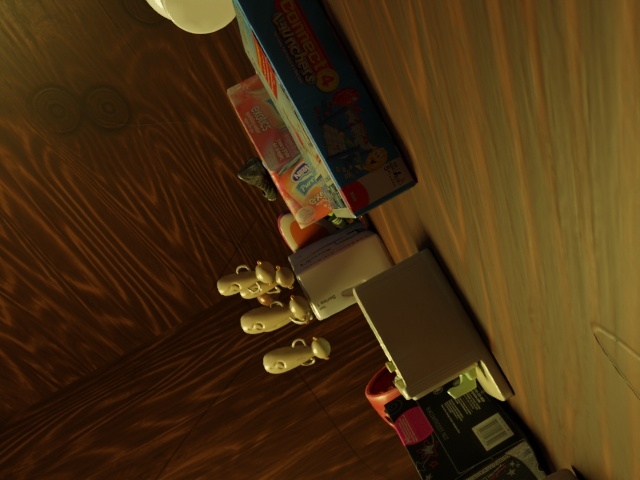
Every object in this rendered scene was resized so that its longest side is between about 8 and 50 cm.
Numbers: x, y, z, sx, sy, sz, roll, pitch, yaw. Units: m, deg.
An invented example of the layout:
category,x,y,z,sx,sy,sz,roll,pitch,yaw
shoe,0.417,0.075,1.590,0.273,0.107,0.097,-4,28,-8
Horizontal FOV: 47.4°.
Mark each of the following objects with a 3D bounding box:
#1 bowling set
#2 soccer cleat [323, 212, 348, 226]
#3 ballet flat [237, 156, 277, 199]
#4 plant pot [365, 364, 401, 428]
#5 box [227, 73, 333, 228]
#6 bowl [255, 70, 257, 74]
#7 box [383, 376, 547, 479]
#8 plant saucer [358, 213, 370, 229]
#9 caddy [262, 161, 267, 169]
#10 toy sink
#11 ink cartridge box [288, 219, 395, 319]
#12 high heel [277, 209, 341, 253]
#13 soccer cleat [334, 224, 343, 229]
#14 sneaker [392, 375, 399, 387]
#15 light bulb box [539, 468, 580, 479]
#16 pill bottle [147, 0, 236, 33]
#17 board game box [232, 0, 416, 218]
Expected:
category,x,y,z,sx,sy,sz,roll,pitch,yaw
bowling set,-0.090,0.126,1.603,0.200,0.154,0.287,-84,-29,-59
soccer cleat,0.036,-0.074,2.066,0.060,0.072,0.179,61,179,18
ballet flat,-0.120,-0.116,1.410,0.057,0.049,0.173,61,-179,19
plant pot,0.228,0.365,1.686,0.174,0.191,0.191,53,180,-9
box,-0.047,-0.185,1.329,0.154,0.142,0.300,61,180,-42
bowl,-0.093,-0.332,1.496,0.142,0.053,0.142,-105,-11,-51
box,0.229,0.326,1.136,0.142,0.163,0.247,58,180,-22
plant saucer,0.088,-0.062,1.605,0.083,0.013,0.083,61,179,1
caddy,-0.073,-0.183,1.662,0.241,0.179,0.341,60,179,1
toy sink,0.151,0.148,1.057,0.234,0.131,0.153,61,179,6
ink cartridge box,0.045,0.060,1.677,0.117,0.201,0.278,63,178,-10
high heel,0.000,0.000,1.929,0.377,0.127,0.181,38,-175,-38
soccer cleat,0.014,-0.066,2.172,0.331,0.116,0.143,48,-160,-61
sneaker,0.249,0.295,1.381,0.271,0.108,0.100,38,-171,-45
light bulb box,0.292,0.486,0.709,0.357,0.225,0.361,62,178,-9
pill bottle,-0.257,-0.519,1.337,0.334,0.188,0.188,61,179,42
board game box,-0.003,-0.180,0.983,0.301,0.086,0.308,61,179,-3
